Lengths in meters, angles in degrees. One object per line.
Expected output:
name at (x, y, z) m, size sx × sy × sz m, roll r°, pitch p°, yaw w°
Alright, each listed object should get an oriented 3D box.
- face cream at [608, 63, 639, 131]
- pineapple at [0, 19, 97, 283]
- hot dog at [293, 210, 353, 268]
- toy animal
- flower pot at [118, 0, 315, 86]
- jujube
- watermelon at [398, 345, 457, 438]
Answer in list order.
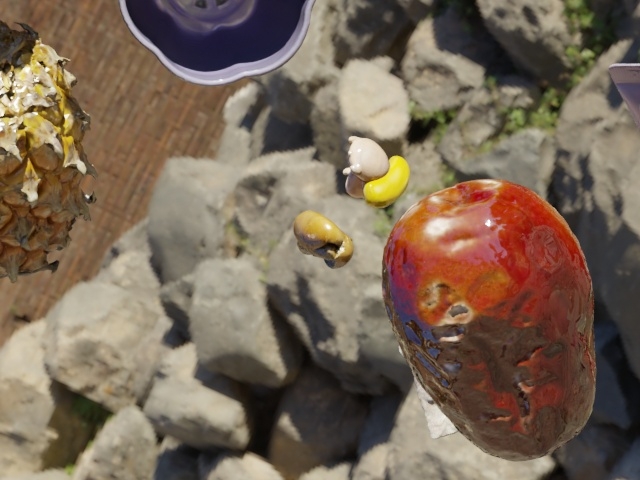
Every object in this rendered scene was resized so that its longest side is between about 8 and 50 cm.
face cream at (0.434, -0.105, 1.264) m, size 0.154 × 0.274 × 0.096 m, roll 11°, pitch 61°, yaw 39°
pineapple at (-0.471, -0.131, 1.477) m, size 0.300 × 0.352 × 0.352 m, roll 98°, pitch -176°, yaw -48°
hot dog at (-0.001, -0.001, 1.558) m, size 0.060 × 0.090 × 0.140 m, roll -49°, pitch 26°, yaw -1°
toy animal at (0.065, -0.088, 1.597) m, size 0.082 × 0.114 × 0.091 m, roll -12°, pitch 54°, yaw 51°
flower pot at (-0.150, -0.365, 1.537) m, size 0.265 × 0.265 × 0.243 m, roll -60°, pitch 19°, yaw 11°
jujube at (0.196, 0.088, 1.234) m, size 0.223 × 0.318 × 0.223 m, roll -19°, pitch 20°, yaw 7°
watermelon at (0.243, 0.165, 1.624) m, size 0.193 × 0.310 × 0.232 m, roll -34°, pitch 21°, yaw 30°
